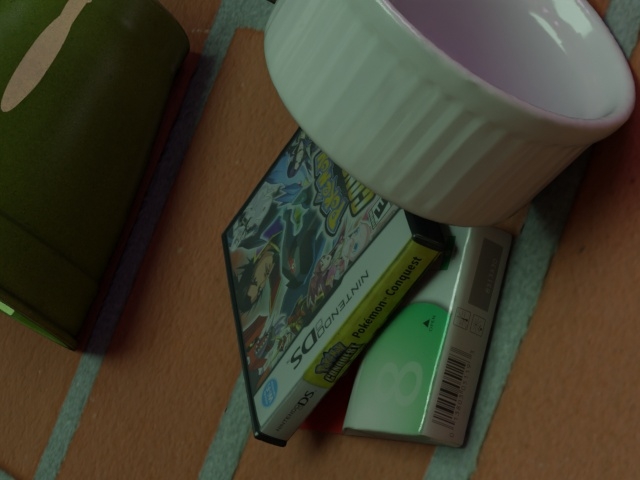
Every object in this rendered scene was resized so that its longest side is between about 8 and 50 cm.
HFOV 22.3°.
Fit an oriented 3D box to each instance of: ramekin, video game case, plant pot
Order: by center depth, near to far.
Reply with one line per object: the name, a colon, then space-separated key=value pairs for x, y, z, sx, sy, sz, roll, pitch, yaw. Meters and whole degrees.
ramekin: x=0.091 y=-0.139 z=1.241 sx=0.135 sy=0.277 sz=0.277 roll=-51 pitch=39 yaw=32
video game case: x=0.000 y=0.000 z=1.419 sx=0.248 sy=0.035 sz=0.275 roll=-53 pitch=31 yaw=29
plant pot: x=-0.325 y=-0.127 z=1.719 sx=0.366 sy=0.366 sz=0.353 roll=17 pitch=73 yaw=53

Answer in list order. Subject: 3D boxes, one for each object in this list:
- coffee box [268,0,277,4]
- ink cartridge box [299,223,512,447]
coffee box: x=0.063 y=-0.345 z=1.503 sx=0.168 sy=0.119 sz=0.297 roll=19 pitch=87 yaw=55
ink cartridge box: x=0.048 y=0.074 z=1.358 sx=0.224 sy=0.056 sz=0.181 roll=-1 pitch=70 yaw=50
